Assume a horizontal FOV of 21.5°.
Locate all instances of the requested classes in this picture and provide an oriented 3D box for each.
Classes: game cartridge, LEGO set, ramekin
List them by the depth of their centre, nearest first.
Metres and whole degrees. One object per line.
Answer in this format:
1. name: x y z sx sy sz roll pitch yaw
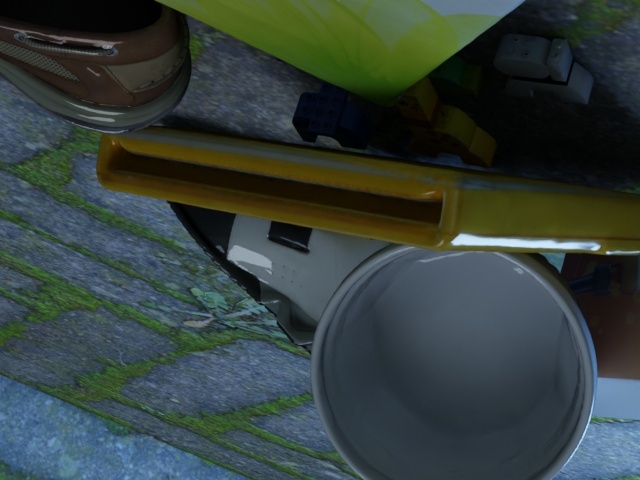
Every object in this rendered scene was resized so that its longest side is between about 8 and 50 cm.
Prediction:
1. LEGO set: 0.052 -0.106 1.100 0.227 0.087 0.093 10 160 23
2. game cartridge: 0.059 -0.030 1.149 0.285 0.053 0.323 11 -177 37
3. ramekin: 0.104 0.086 1.249 0.207 0.207 0.109 16 -163 9

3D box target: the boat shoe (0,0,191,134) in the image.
1. boat shoe: -0.225 -0.181 1.046 0.324 0.123 0.116 22 156 -1

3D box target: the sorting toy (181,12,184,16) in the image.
1. sorting toy: -0.197 -0.171 1.216 0.196 0.047 0.348 18 161 2

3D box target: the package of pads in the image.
1. package of pads: -0.035 -0.195 0.911 0.296 0.101 0.229 23 162 -14

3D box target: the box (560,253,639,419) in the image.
1. box: 0.270 0.067 1.305 0.170 0.130 0.091 -1 154 44

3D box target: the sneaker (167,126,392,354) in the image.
1. sneaker: 0.000 0.000 1.395 0.330 0.146 0.122 44 -170 10
